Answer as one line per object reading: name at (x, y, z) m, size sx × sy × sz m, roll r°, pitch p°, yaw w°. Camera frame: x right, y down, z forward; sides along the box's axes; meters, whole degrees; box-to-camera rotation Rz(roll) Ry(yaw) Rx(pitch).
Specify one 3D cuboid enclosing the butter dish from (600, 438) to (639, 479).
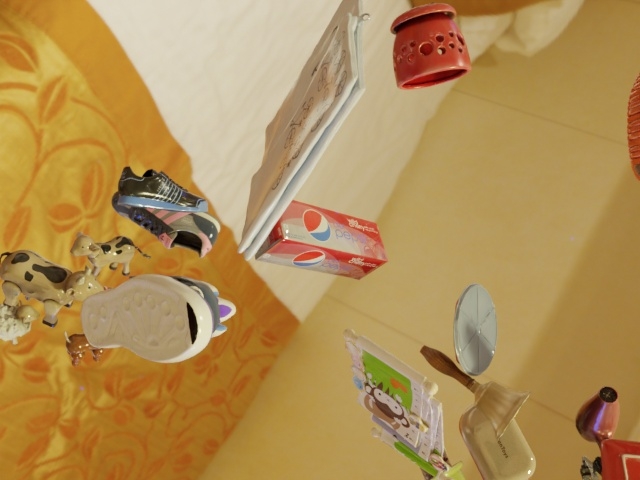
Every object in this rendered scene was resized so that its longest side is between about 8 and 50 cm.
butter dish at (0.544, 0.437, 1.216) m, size 0.118 × 0.159 × 0.160 m, roll 102°, pitch -6°, yaw -56°

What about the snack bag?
snack bag at (-0.025, -0.186, 1.014) m, size 0.323 × 0.037 × 0.343 m, roll -54°, pitch -160°, yaw 37°

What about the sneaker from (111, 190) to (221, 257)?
sneaker at (-0.446, -0.048, 2.005) m, size 0.112 × 0.318 × 0.131 m, roll 112°, pitch -8°, yaw -45°

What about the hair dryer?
hair dryer at (0.584, 0.418, 1.418) m, size 0.223 × 0.080 × 0.294 m, roll -123°, pitch -161°, yaw -76°

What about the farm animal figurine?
farm animal figurine at (-0.552, 0.091, 1.569) m, size 0.330 × 0.326 × 0.172 m, roll -93°, pitch -159°, yaw -46°

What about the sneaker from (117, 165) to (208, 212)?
sneaker at (-0.358, -0.115, 1.649) m, size 0.232 × 0.081 × 0.091 m, roll 6°, pitch 88°, yaw -44°

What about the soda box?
soda box at (0.000, 0.000, 1.292) m, size 0.263 × 0.092 × 0.083 m, roll 12°, pitch 143°, yaw -41°

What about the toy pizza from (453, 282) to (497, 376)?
toy pizza at (0.331, 0.194, 1.551) m, size 0.201 × 0.032 × 0.201 m, roll 5°, pitch 83°, yaw -51°

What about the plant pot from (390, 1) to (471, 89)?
plant pot at (0.267, -0.485, 1.782) m, size 0.191 × 0.191 × 0.174 m, roll -11°, pitch 87°, yaw -58°

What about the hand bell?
hand bell at (0.317, 0.307, 1.538) m, size 0.126 × 0.242 × 0.126 m, roll -46°, pitch 157°, yaw -25°

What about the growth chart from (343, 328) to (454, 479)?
growth chart at (0.106, 0.229, 0.977) m, size 0.021 × 0.172 × 0.237 m, roll -40°, pitch 135°, yaw -30°

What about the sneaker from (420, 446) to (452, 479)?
sneaker at (0.289, 0.581, 1.732) m, size 0.106 × 0.281 × 0.163 m, roll -28°, pitch 138°, yaw -1°

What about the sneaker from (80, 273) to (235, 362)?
sneaker at (-0.206, 0.109, 1.131) m, size 0.236 × 0.322 × 0.130 m, roll -7°, pitch 90°, yaw -45°

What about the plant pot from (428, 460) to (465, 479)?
plant pot at (0.246, 0.641, 1.472) m, size 0.276 × 0.254 × 0.276 m, roll -28°, pitch 160°, yaw -11°

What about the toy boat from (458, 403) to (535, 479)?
toy boat at (0.460, 0.547, 1.897) m, size 0.150 × 0.231 × 0.151 m, roll -21°, pitch 161°, yaw -11°

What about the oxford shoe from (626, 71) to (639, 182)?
oxford shoe at (0.519, -0.238, 0.951) m, size 0.130 × 0.132 × 0.364 m, roll -171°, pitch -82°, yaw -78°
